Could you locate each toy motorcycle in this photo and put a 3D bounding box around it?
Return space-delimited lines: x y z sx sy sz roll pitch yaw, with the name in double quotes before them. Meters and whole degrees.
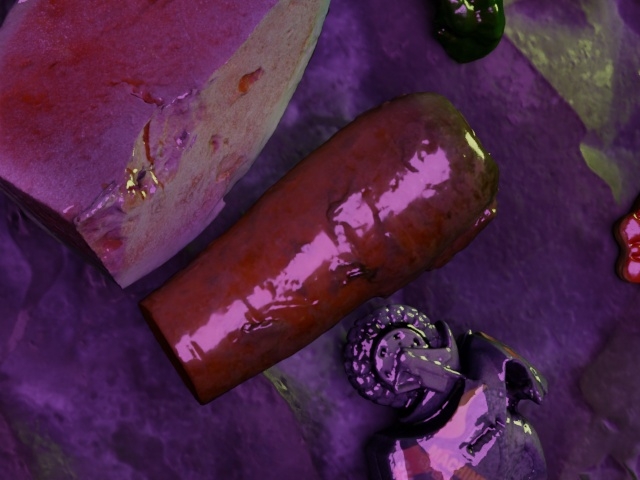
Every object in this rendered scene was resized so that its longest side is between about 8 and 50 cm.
"toy motorcycle" 0.122 0.190 1.155 0.173 0.108 0.307 -16 96 -21

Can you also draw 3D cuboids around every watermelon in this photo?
"watermelon" -0.109 -0.128 1.052 0.224 0.180 0.305 44 76 -26

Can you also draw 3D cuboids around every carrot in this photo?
"carrot" 0.000 0.000 1.109 0.302 0.139 0.138 -32 98 -7

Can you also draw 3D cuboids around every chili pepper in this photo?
"chili pepper" 0.094 -0.273 1.167 0.100 0.074 0.257 -26 97 -15

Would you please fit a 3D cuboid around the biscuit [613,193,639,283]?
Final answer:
"biscuit" 0.370 0.010 1.264 0.225 0.036 0.166 23 84 -14
